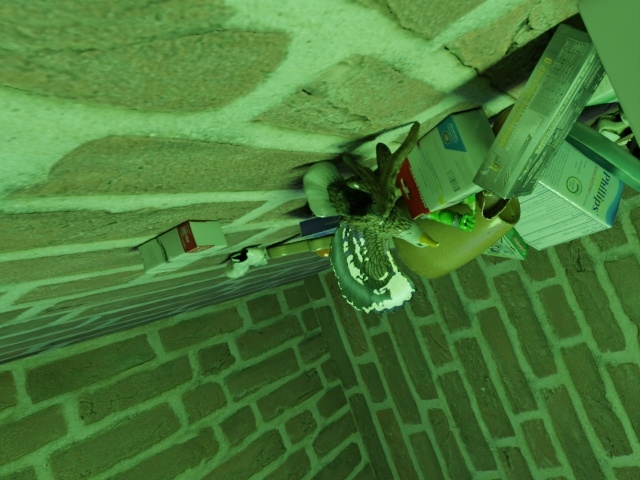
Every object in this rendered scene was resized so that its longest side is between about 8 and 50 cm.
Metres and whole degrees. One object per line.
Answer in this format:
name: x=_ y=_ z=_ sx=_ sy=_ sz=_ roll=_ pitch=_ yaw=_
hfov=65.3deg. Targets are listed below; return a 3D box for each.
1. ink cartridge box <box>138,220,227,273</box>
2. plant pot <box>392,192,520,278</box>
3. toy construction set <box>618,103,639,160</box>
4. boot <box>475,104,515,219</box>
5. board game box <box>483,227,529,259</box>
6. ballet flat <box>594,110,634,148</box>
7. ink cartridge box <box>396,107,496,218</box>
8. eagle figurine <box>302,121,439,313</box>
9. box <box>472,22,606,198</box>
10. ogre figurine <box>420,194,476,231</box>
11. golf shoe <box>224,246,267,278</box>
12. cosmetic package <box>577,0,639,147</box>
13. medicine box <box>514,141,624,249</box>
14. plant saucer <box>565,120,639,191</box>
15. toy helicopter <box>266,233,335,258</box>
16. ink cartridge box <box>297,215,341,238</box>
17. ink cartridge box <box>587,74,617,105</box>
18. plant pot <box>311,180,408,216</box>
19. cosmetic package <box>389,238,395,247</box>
ink cartridge box: x=-0.267 y=0.012 z=0.970 sx=0.135 sy=0.056 sz=0.099 roll=-24 pitch=172 yaw=21
plant pot: x=0.343 y=-0.052 z=1.216 sx=0.237 sy=0.237 sz=0.254 roll=-15 pitch=172 yaw=-40
toy construction set: x=0.831 y=-0.258 z=1.154 sx=0.257 sy=0.309 sz=0.237 roll=-8 pitch=157 yaw=39
boot: x=0.354 y=-0.146 z=0.957 sx=0.073 sy=0.197 sz=0.152 roll=15 pitch=-144 yaw=6
board game box: x=0.441 y=-0.054 z=1.454 sx=0.317 sy=0.046 sz=0.213 roll=39 pitch=162 yaw=-35
ballet flat: x=0.893 y=-0.345 z=1.443 sx=0.124 sy=0.116 sz=0.342 roll=4 pitch=163 yaw=-22
ink cartridge box: x=0.239 y=-0.137 z=0.964 sx=0.078 sy=0.134 sz=0.231 roll=-18 pitch=173 yaw=-23
eagle figurine: x=0.108 y=-0.023 z=0.898 sx=0.226 sy=0.225 sz=0.298 roll=-26 pitch=153 yaw=-10
box: x=0.327 y=-0.175 z=0.735 sx=0.183 sy=0.056 sz=0.231 roll=-11 pitch=131 yaw=-55
ogre figurine: x=0.275 y=-0.120 z=1.083 sx=0.118 sy=0.197 sz=0.097 roll=-1 pitch=-169 yaw=20
golf shoe: x=-0.240 y=0.058 z=1.479 sx=0.176 sy=0.069 sz=0.086 roll=-28 pitch=150 yaw=33
cosmetic package: x=0.575 y=-0.211 z=0.548 sx=0.393 sy=0.329 sz=0.327 roll=-14 pitch=171 yaw=-39
medicine box: x=0.592 y=-0.128 z=1.353 sx=0.149 sy=0.289 sz=0.263 roll=-63 pitch=-172 yaw=-20
plant saucer: x=0.687 y=-0.205 z=1.199 sx=0.044 sy=0.317 sz=0.317 roll=-55 pitch=159 yaw=21
toy helicopter: x=0.000 y=0.000 z=1.543 sx=0.355 sy=0.140 sz=0.235 roll=-12 pitch=-174 yaw=24
ink cartridge box: x=0.058 y=-0.050 z=1.205 sx=0.206 sy=0.045 sz=0.208 roll=-15 pitch=180 yaw=12
ink cartridge box: x=0.616 y=-0.329 z=0.920 sx=0.181 sy=0.056 sz=0.224 roll=-16 pitch=173 yaw=-38
plant pot: x=0.091 y=-0.101 z=1.148 sx=0.236 sy=0.032 sz=0.236 roll=-14 pitch=178 yaw=0
cosmetic package: x=0.212 y=-0.012 z=1.905 sx=0.296 sy=0.129 sz=0.153 roll=-12 pitch=168 yaw=-47
